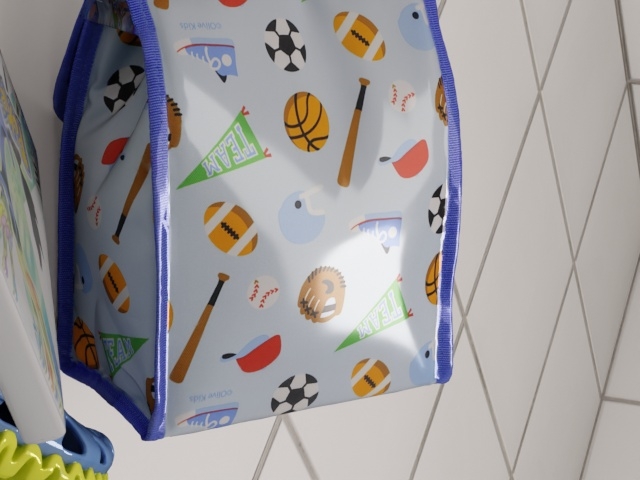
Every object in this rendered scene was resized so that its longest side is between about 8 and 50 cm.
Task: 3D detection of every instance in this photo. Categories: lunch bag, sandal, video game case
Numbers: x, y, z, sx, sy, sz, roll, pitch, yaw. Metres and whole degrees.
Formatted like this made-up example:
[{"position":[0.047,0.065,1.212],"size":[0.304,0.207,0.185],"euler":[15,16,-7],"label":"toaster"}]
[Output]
[{"position":[-0.056,-0.058,1.431],"size":[0.328,0.239,0.385],"euler":[-10,111,-34],"label":"lunch bag"},{"position":[-0.254,0.124,1.287],"size":[0.317,0.126,0.138],"euler":[46,50,-64],"label":"sandal"},{"position":[-0.241,-0.069,1.134],"size":[0.329,0.036,0.300],"euler":[81,-4,-49],"label":"video game case"}]
